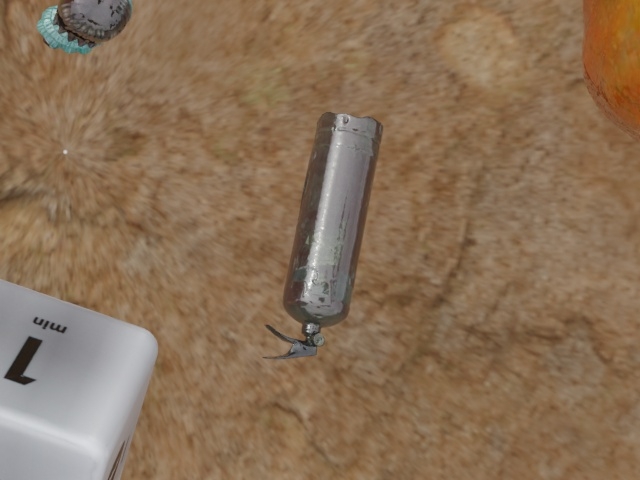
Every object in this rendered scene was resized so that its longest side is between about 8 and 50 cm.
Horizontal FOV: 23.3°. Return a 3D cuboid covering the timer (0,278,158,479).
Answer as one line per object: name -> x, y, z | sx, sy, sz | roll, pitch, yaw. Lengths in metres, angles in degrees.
timer -> -0.272, 0.173, 1.361 | 0.194, 0.195, 0.192 | 19, 118, -1

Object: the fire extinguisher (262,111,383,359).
fire extinguisher -> 0.000, 0.000, 1.585 | 0.089, 0.072, 0.268 | 21, 73, -35

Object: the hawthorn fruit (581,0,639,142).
hawthorn fruit -> 0.236, -0.126, 0.925 | 0.189, 0.189, 0.189 | -1, 93, -9

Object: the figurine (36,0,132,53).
figurine -> -0.172, -0.161, 1.098 | 0.060, 0.106, 0.047 | 33, 69, -17
